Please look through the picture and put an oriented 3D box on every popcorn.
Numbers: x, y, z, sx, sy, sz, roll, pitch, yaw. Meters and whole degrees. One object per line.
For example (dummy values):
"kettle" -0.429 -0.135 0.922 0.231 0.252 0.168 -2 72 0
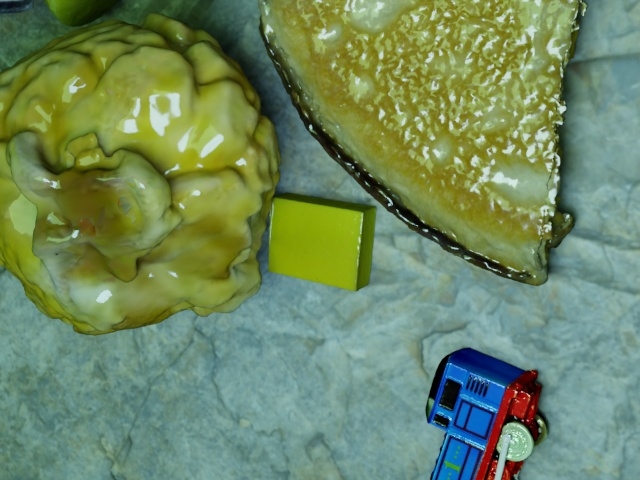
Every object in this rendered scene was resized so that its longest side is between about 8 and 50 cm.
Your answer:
"popcorn" -0.224 -0.076 1.447 0.390 0.344 0.354 21 67 44

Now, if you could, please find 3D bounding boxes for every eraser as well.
"eraser" 0.000 0.000 1.495 0.122 0.045 0.097 12 106 24

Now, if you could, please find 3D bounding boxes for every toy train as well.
"toy train" 0.178 0.235 1.432 0.131 0.083 0.203 22 107 21

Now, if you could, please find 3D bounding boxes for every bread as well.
"bread" -0.297 -0.330 1.538 0.114 0.129 0.111 45 142 20

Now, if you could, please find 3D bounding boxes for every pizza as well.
"pizza" 0.102 -0.189 1.391 0.392 0.080 0.434 11 103 24

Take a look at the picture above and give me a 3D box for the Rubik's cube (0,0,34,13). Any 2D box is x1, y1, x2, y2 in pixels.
"Rubik's cube" -0.541 -0.408 1.491 0.305 0.301 0.303 13 110 53
